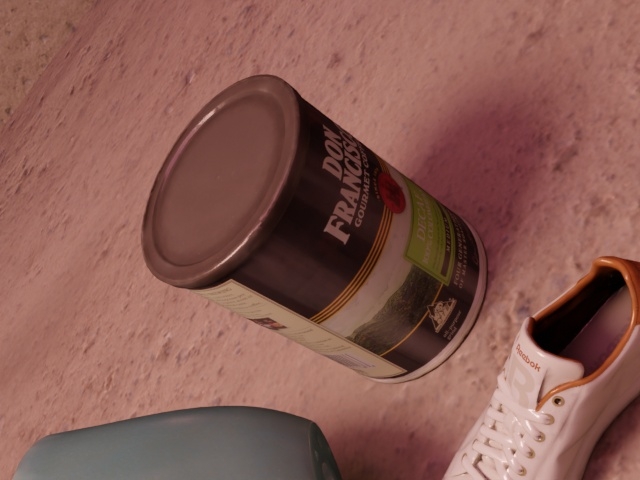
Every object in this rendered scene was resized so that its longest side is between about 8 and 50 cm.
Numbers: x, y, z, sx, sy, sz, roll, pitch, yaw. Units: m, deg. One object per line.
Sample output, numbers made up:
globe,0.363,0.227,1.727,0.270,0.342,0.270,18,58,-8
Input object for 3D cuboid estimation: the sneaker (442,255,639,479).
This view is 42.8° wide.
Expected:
sneaker,0.162,0.131,0.645,0.290,0.123,0.106,-55,40,6

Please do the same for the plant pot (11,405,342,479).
plant pot,-0.089,0.274,0.699,0.235,0.293,0.293,-19,47,3

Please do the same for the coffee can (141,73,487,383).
coffee can,0.000,0.000,0.784,0.201,0.275,0.202,-27,48,34
